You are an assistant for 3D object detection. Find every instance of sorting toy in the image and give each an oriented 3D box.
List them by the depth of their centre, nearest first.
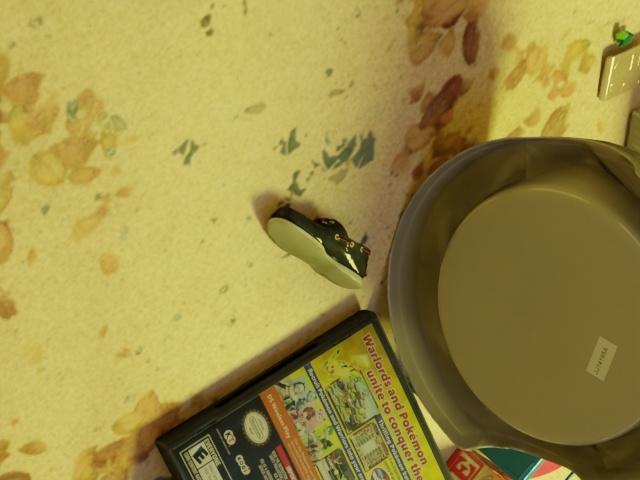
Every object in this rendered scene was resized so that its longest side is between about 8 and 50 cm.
[{"bbox_3d":[0.311,-0.184,1.621,0.062,0.012,0.083,-21,137,-25],"label":"sorting toy"}]

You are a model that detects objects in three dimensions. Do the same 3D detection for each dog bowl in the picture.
[{"bbox_3d":[0.233,0.063,1.499,0.102,0.348,0.349,-22,136,-49],"label":"dog bowl"}]

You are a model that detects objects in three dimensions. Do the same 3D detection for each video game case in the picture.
[{"bbox_3d":[0.005,0.246,1.549,0.248,0.035,0.275,-31,106,-22],"label":"video game case"}]

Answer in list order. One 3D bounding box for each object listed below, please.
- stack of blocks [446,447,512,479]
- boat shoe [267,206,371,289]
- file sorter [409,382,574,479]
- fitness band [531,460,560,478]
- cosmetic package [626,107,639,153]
[{"bbox_3d":[0.141,0.403,1.808,0.297,0.171,0.087,-52,142,2],"label":"stack of blocks"},{"bbox_3d":[-0.001,0.000,1.446,0.133,0.049,0.042,36,66,-45],"label":"boat shoe"},{"bbox_3d":[0.203,0.173,1.685,0.118,0.170,0.104,-49,146,-1],"label":"file sorter"},{"bbox_3d":[0.299,0.157,1.862,0.291,0.054,0.209,-31,135,-24],"label":"fitness band"},{"bbox_3d":[0.397,-0.032,1.740,0.107,0.127,0.238,-23,133,-31],"label":"cosmetic package"}]
